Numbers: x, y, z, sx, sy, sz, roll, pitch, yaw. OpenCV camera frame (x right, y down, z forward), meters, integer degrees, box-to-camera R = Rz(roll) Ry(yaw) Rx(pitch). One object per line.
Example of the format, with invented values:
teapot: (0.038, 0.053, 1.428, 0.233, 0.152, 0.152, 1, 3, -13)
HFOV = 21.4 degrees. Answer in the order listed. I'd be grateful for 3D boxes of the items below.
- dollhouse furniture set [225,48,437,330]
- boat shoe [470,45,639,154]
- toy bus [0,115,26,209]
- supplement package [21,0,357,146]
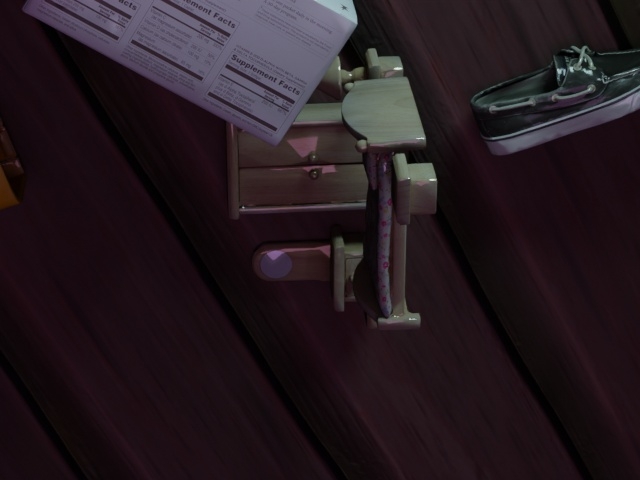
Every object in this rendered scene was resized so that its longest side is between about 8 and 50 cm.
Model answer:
dollhouse furniture set: (0.000, 0.000, 1.618, 0.174, 0.355, 0.303, -2, 118, -3)
boat shoe: (0.260, -0.157, 1.718, 0.219, 0.078, 0.070, -23, 118, 8)
toy bus: (-0.396, -0.058, 1.693, 0.191, 0.104, 0.202, 23, 112, -15)
supplement package: (-0.119, -0.241, 1.569, 0.262, 0.204, 0.145, 28, 112, -18)
